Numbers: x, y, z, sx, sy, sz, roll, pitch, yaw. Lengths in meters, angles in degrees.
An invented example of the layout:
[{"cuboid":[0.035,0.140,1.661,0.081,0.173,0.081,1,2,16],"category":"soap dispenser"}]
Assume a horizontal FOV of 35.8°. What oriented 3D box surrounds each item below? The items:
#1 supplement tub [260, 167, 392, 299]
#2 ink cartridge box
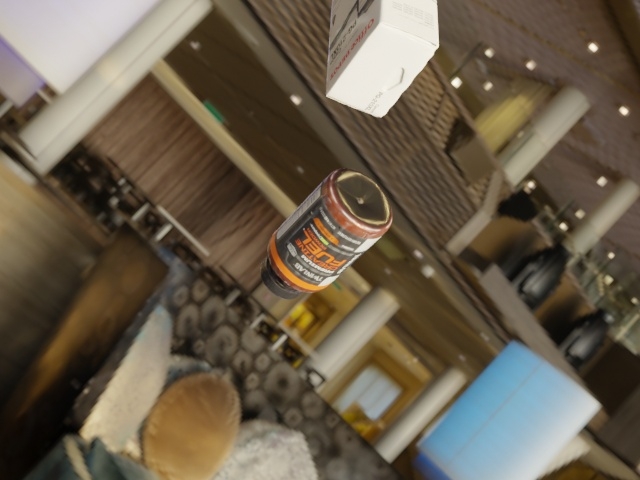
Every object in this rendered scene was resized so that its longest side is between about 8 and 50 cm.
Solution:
[{"cuboid":[0.000,0.000,1.315,0.106,0.198,0.106,24,43,-24],"category":"supplement tub"},{"cuboid":[0.092,-0.334,1.498,0.100,0.237,0.172,18,-39,-19],"category":"ink cartridge box"}]
